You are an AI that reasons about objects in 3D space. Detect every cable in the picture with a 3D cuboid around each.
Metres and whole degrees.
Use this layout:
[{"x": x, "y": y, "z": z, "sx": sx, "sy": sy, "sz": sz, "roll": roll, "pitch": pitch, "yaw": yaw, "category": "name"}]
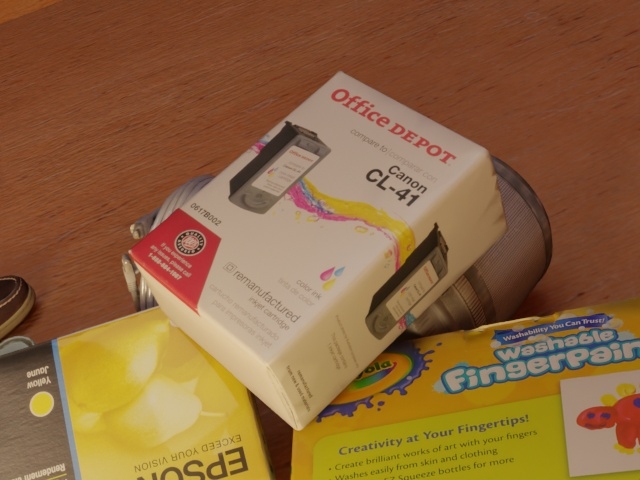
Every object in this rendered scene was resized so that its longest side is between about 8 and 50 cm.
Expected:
[{"x": -0.132, "y": 0.047, "z": 1.420, "sx": 0.089, "sy": 0.257, "sz": 0.257, "roll": 4, "pitch": 34, "yaw": 21, "category": "cable"}]

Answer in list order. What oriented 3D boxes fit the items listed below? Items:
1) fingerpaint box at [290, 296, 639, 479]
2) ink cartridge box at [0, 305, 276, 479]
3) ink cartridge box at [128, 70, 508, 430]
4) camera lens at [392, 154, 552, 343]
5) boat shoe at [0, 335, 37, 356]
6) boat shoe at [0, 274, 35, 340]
[{"x": 0.204, "y": 0.245, "z": 1.060, "sx": 0.444, "sy": 0.163, "sz": 0.371, "roll": -12, "pitch": 35, "yaw": 9, "category": "fingerpaint box"}, {"x": -0.205, "y": 0.235, "z": 1.213, "sx": 0.303, "sy": 0.072, "sz": 0.307, "roll": -17, "pitch": 64, "yaw": 1, "category": "ink cartridge box"}, {"x": 0.000, "y": 0.000, "z": 1.164, "sx": 0.306, "sy": 0.131, "sz": 0.226, "roll": -44, "pitch": 52, "yaw": -16, "category": "ink cartridge box"}, {"x": 0.123, "y": 0.036, "z": 1.348, "sx": 0.219, "sy": 0.219, "sz": 0.274, "roll": 12, "pitch": 44, "yaw": 37, "category": "camera lens"}, {"x": -0.462, "y": 0.207, "z": 1.514, "sx": 0.227, "sy": 0.069, "sz": 0.081, "roll": -30, "pitch": 75, "yaw": -11, "category": "boat shoe"}, {"x": -0.581, "y": 0.114, "z": 1.649, "sx": 0.341, "sy": 0.123, "sz": 0.123, "roll": -20, "pitch": 33, "yaw": -3, "category": "boat shoe"}]
